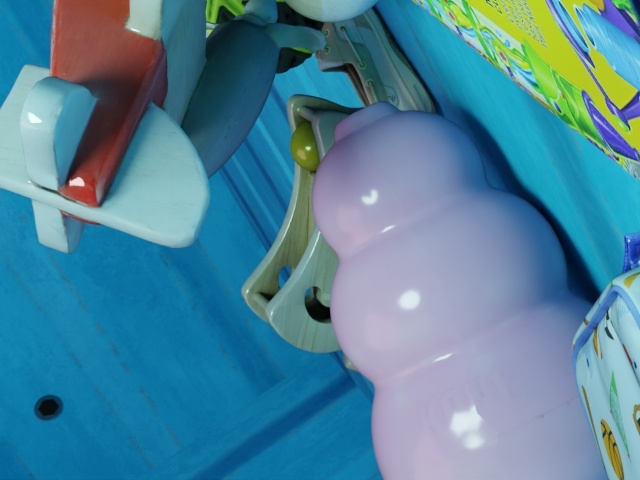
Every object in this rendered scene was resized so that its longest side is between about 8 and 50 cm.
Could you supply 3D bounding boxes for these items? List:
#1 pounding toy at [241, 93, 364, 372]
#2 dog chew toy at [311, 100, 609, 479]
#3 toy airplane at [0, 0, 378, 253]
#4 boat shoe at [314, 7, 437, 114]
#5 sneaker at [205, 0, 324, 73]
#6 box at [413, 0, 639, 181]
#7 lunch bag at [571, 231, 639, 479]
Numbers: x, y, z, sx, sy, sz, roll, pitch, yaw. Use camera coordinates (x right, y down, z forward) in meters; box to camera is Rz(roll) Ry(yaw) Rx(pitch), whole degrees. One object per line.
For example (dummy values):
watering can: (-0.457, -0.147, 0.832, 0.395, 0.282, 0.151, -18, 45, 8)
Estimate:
pounding toy: (0.000, 0.000, 1.757, 0.155, 0.154, 0.269, -144, 46, -63)
dog chew toy: (0.102, 0.055, 1.450, 0.332, 0.207, 0.206, 64, 174, 2)
toy airplane: (-0.085, -0.170, 1.324, 0.386, 0.272, 0.384, -102, 13, -70)
boat shoe: (0.024, -0.149, 1.565, 0.170, 0.059, 0.063, 55, 174, 5)
sneaker: (-0.130, -0.300, 1.587, 0.384, 0.145, 0.147, 61, 172, -32)
box: (0.055, -0.199, 0.492, 0.290, 0.177, 0.279, 59, 173, -36)
lunch bag: (0.224, 0.112, 1.077, 0.303, 0.115, 0.243, 90, 159, -79)
